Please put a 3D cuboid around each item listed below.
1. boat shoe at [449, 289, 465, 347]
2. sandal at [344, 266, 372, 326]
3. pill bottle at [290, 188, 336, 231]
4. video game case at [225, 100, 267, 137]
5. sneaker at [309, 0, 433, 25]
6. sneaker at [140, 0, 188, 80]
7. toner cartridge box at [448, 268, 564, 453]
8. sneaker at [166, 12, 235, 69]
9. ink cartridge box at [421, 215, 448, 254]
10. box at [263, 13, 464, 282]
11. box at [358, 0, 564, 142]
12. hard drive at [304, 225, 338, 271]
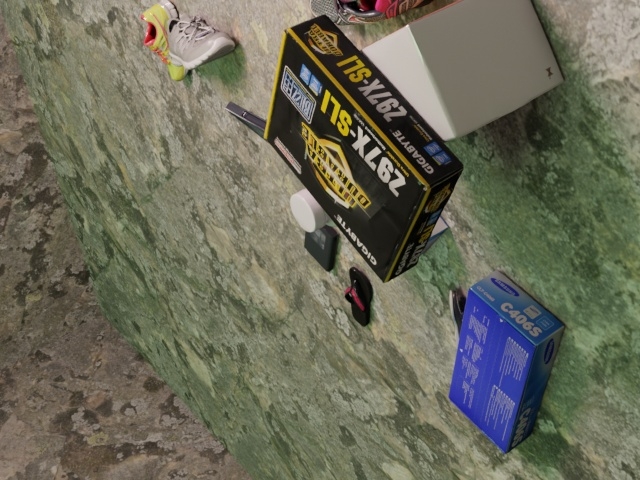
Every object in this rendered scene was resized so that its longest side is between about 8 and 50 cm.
[{"bbox_3d":[0.271,0.150,1.817,0.046,0.038,0.125,-70,-31,-67],"label":"boat shoe"},{"bbox_3d":[0.082,0.135,2.145,0.067,0.040,0.179,40,148,37],"label":"sandal"},{"bbox_3d":[0.042,-0.092,1.806,0.108,0.193,0.108,42,148,34],"label":"pill bottle"},{"bbox_3d":[-0.064,-0.194,1.954,0.196,0.026,0.274,36,178,-39],"label":"video game case"},{"bbox_3d":[0.059,-0.408,1.545,0.299,0.112,0.120,6,121,61],"label":"sneaker"},{"bbox_3d":[-0.386,-0.479,2.310,0.081,0.094,0.208,29,142,45],"label":"sneaker"},{"bbox_3d":[0.333,0.230,1.742,0.165,0.075,0.347,42,149,32],"label":"toner cartridge box"},{"bbox_3d":[-0.291,-0.456,2.145,0.281,0.105,0.115,15,129,57],"label":"sneaker"},{"bbox_3d":[0.159,-0.013,1.794,0.092,0.090,0.143,55,153,12],"label":"ink cartridge box"},{"bbox_3d":[0.050,-0.131,1.389,0.322,0.079,0.257,51,151,19],"label":"box"},{"bbox_3d":[0.152,-0.237,1.429,0.345,0.215,0.168,-9,107,63],"label":"box"},{"bbox_3d":[0.000,0.000,2.178,0.094,0.022,0.135,47,151,26],"label":"hard drive"}]
